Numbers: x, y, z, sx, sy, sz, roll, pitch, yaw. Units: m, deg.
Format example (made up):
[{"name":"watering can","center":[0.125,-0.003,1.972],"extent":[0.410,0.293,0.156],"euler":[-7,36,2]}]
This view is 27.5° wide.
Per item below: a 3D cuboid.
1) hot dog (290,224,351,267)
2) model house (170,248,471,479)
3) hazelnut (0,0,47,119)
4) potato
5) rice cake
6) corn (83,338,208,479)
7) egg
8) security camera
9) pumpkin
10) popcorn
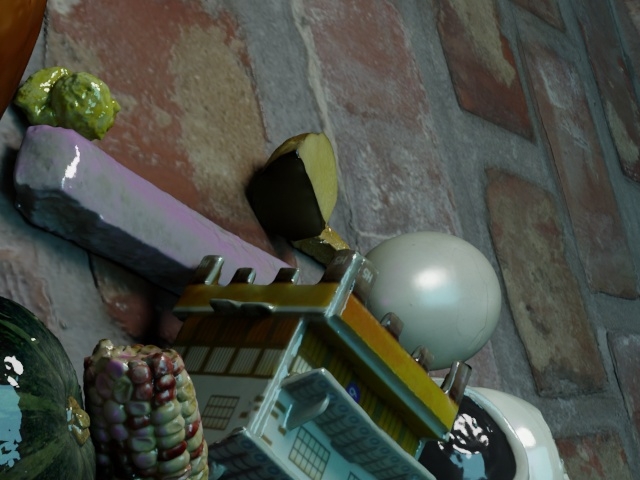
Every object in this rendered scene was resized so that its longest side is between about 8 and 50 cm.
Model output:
[{"name":"hot dog","center":[0.000,0.000,1.369],"extent":[0.090,0.030,0.034],"euler":[32,41,-49]},{"name":"model house","center":[-0.027,0.143,1.038],"extent":[0.224,0.198,0.215],"euler":[48,53,-37]},{"name":"hazelnut","center":[-0.296,-0.144,0.672],"extent":[0.372,0.315,0.372],"euler":[-46,144,-49]},{"name":"potato","center":[-0.023,-0.061,1.332],"extent":[0.103,0.066,0.096],"euler":[-53,132,-63]},{"name":"rice cake","center":[-0.122,0.005,1.121],"extent":[0.365,0.056,0.073],"euler":[34,46,-48]},{"name":"corn","center":[-0.110,0.191,0.889],"extent":[0.092,0.092,0.281],"euler":[-48,139,-59]},{"name":"egg","center":[0.107,0.065,1.387],"extent":[0.209,0.151,0.151],"euler":[-6,77,-58]},{"name":"security camera","center":[0.111,0.230,1.257],"extent":[0.236,0.194,0.195],"euler":[15,59,-51]},{"name":"pumpkin","center":[-0.212,0.121,0.784],"extent":[0.190,0.146,0.190],"euler":[62,-1,2]},{"name":"popcorn","center":[-0.203,-0.110,1.052],"extent":[0.083,0.068,0.060],"euler":[17,40,-18]}]
